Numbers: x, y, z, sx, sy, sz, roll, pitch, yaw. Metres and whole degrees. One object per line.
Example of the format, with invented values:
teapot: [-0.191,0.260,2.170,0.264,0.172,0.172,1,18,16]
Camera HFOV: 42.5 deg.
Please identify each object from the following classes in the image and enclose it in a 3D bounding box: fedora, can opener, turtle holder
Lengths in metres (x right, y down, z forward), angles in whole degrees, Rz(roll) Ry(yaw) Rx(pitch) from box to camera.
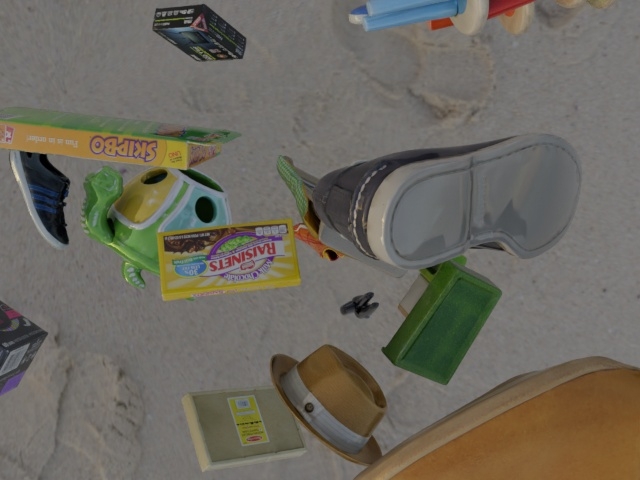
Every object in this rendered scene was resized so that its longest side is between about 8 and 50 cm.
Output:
fedora: [0.024,0.195,1.045,0.194,0.194,0.079,38,100,-19]
can opener: [0.101,0.154,1.897,0.073,0.186,0.059,-32,89,-18]
turtle holder: [-0.330,-0.049,1.665,0.320,0.243,0.227,29,102,-17]

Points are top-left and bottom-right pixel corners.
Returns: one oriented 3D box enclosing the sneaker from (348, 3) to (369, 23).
sneaker: [0.101,-0.363,1.171,0.152,0.058,0.084,-22,118,-19]

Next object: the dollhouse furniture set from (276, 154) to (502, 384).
dollhouse furniture set: [0.055,0.038,1.093,0.302,0.197,0.151,25,103,-28]

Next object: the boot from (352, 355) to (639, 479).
boot: [0.184,0.161,0.455,0.295,0.104,0.211,-21,78,-11]

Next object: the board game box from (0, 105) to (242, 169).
board game box: [-0.218,-0.105,0.834,0.260,0.124,0.039,5,104,8]

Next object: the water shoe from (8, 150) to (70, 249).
water shoe: [-0.484,-0.083,1.473,0.080,0.073,0.203,-22,101,1]

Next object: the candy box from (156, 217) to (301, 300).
candy box: [-0.137,0.027,1.230,0.206,0.027,0.105,-7,69,-7]

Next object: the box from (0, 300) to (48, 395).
box: [-0.706,0.179,1.607,0.270,0.165,0.143,32,100,4]

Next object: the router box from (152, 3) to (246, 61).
router box: [-0.186,-0.319,1.273,0.122,0.092,0.038,26,71,-59]

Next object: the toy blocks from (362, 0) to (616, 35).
toy blocks: [0.085,-0.127,0.403,0.148,0.123,0.054,-17,96,-5]

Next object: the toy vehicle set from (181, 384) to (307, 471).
toy vehicle set: [-0.164,0.406,1.810,0.267,0.035,0.166,4,55,-41]

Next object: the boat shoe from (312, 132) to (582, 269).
boat shoe: [0.081,-0.028,0.471,0.206,0.065,0.075,-9,110,-45]

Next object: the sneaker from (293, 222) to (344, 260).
sneaker: [0.000,0.000,1.334,0.064,0.175,0.067,-12,99,-22]
